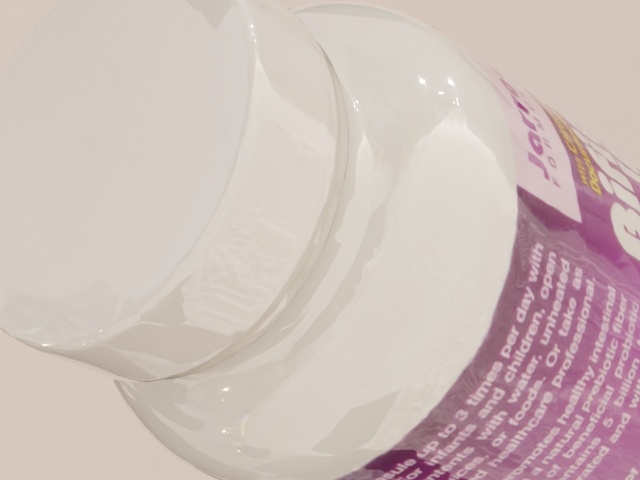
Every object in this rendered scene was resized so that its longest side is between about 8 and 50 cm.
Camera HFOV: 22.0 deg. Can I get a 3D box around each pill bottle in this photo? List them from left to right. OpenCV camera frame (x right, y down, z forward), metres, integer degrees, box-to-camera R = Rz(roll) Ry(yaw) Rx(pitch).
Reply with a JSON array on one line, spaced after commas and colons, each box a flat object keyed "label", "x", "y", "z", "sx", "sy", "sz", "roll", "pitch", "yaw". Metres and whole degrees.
[{"label": "pill bottle", "x": 0.028, "y": 0.017, "z": 0.585, "sx": 0.301, "sy": 0.169, "sz": 0.169, "roll": 26, "pitch": -82, "yaw": -46}]
